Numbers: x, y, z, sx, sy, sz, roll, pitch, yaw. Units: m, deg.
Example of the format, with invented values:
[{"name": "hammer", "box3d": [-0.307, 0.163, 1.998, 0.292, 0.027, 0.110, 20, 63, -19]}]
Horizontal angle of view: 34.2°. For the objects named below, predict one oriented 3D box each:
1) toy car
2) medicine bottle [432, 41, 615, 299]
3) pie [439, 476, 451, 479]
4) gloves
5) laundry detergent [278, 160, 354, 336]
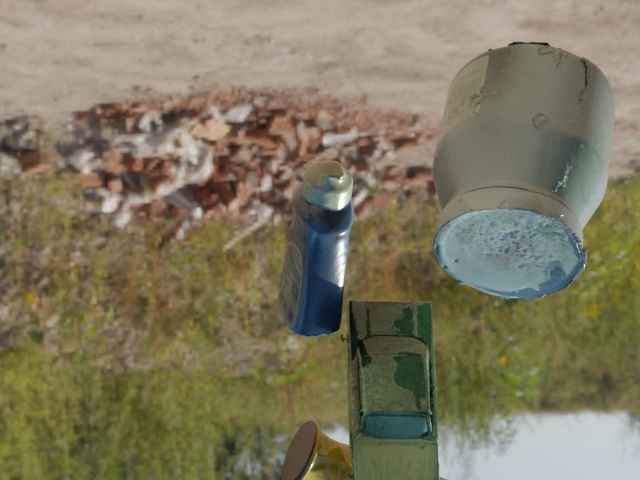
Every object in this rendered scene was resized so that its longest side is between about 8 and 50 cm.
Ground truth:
[{"name": "toy car", "box3d": [0.103, 0.234, 1.538, 0.142, 0.320, 0.097, 1, 152, -3]}, {"name": "medicine bottle", "box3d": [0.274, -0.089, 1.429, 0.245, 0.290, 0.245, 10, 142, 8]}, {"name": "pie", "box3d": [0.240, 0.529, 1.955, 0.205, 0.084, 0.179, 32, -147, 10]}, {"name": "gloves", "box3d": [0.091, 0.417, 1.795, 0.294, 0.116, 0.133, 25, 180, -15]}, {"name": "laundry detergent", "box3d": [0.000, 0.000, 1.504, 0.094, 0.143, 0.289, 1, 132, -11]}]
